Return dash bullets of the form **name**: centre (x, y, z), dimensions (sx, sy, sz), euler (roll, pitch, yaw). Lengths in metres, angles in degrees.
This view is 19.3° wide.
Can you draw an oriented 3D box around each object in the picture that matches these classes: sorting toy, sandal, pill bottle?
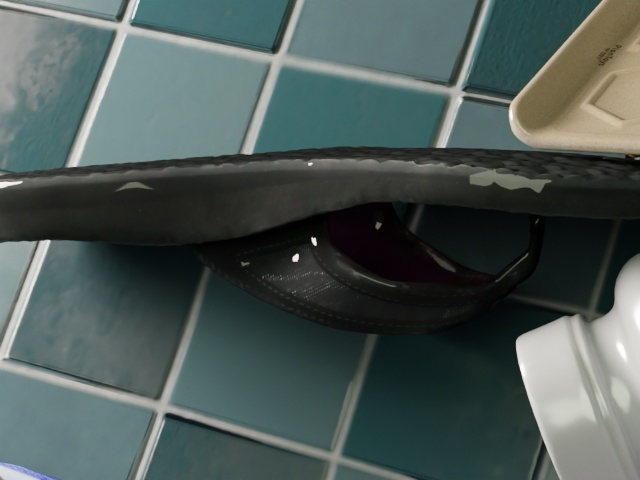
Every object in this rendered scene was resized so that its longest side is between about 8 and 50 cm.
- **sorting toy**: centre (0.239, -0.094, 1.072), dimensions (0.208, 0.038, 0.193), euler (10, 39, 32)
- **sandal**: centre (0.000, 0.000, 1.133), dimensions (0.446, 0.167, 0.107), euler (-2, 96, 26)
- **pill bottle**: centre (0.251, 0.057, 1.009), dimensions (0.272, 0.152, 0.152), euler (-22, 66, 11)

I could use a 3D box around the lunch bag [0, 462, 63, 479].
- **lunch bag**: centre (-0.177, 0.252, 1.106), dimensions (0.303, 0.115, 0.243), euler (17, 75, 24)
